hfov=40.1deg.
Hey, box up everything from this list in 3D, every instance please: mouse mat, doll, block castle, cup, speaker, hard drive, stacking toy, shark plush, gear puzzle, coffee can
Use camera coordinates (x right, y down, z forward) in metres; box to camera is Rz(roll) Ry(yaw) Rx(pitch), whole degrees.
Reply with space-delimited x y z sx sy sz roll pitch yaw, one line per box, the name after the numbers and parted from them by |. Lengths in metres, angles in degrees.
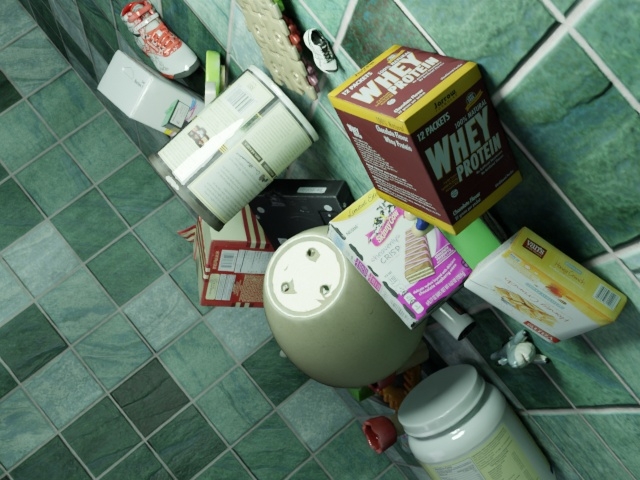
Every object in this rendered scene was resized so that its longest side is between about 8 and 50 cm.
0.245 0.000 1.413 0.152 0.007 0.190 51 169 1 | mouse mat
0.147 -0.082 1.405 0.189 0.046 0.129 65 -177 -52 | doll
0.064 0.280 2.188 0.453 0.213 0.303 45 148 45 | block castle
0.018 0.103 1.694 0.331 0.331 0.237 44 -177 30 | cup
0.247 0.138 1.754 0.136 0.055 0.055 45 165 27 | speaker
0.000 0.000 1.968 0.237 0.064 0.339 2 137 31 | hard drive
-0.193 -0.261 1.956 0.309 0.131 0.279 -100 14 -55 | stacking toy
0.340 0.202 1.589 0.073 0.067 0.161 55 166 -14 | shark plush
-0.093 -0.404 1.498 0.175 0.044 0.339 36 157 53 | gear puzzle
-0.169 -0.181 1.729 0.201 0.275 0.201 48 179 1 | coffee can

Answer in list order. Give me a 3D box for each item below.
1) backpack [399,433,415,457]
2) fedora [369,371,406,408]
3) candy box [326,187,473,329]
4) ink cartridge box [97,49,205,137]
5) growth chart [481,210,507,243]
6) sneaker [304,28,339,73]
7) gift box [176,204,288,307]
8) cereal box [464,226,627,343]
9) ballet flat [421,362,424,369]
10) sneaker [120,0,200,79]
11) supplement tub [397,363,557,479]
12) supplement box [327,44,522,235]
0.299 0.501 2.292 0.188 0.144 0.166 11 147 17 | backpack
0.151 0.366 2.454 0.275 0.124 0.243 20 159 29 | fedora
0.145 0.017 1.548 0.233 0.159 0.071 48 164 13 | candy box
-0.387 -0.343 2.196 0.278 0.117 0.201 23 -168 -47 | ink cartridge box
0.235 -0.038 1.410 0.237 0.021 0.172 52 168 1 | growth chart
0.003 -0.309 1.434 0.083 0.032 0.037 53 167 -7 | sneaker
-0.210 -0.004 2.199 0.258 0.276 0.255 -104 28 -49 | gift box
0.320 0.074 1.285 0.173 0.047 0.240 34 164 4 | cereal box
0.204 0.276 2.276 0.084 0.058 0.250 41 177 -23 | ballet flat
-0.400 -0.496 2.138 0.270 0.090 0.145 41 166 45 | sneaker
0.337 0.454 1.898 0.324 0.235 0.235 55 166 -13 | supplement tub
0.143 -0.142 1.204 0.191 0.129 0.194 32 157 54 | supplement box
